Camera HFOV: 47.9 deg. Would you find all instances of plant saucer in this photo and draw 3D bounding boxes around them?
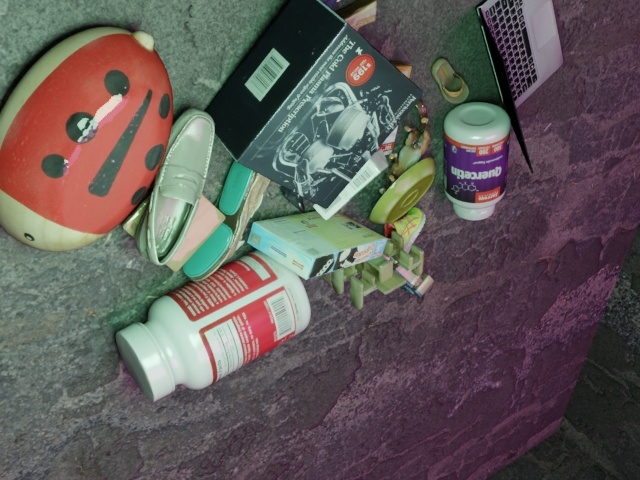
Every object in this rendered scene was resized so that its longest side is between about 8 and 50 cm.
[{"bbox_3d":[0.232,-0.124,1.960,0.241,0.037,0.241,-39,164,-14],"label":"plant saucer"}]

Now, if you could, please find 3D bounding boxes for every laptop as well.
[{"bbox_3d":[0.578,-0.477,1.933,0.408,0.236,0.382,-43,135,-12],"label":"laptop"}]

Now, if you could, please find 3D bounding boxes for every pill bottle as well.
[{"bbox_3d":[0.443,-0.219,2.057,0.181,0.181,0.323,-32,136,-24],"label":"pill bottle"},{"bbox_3d":[-0.244,0.195,1.660,0.407,0.229,0.229,-27,134,-28],"label":"pill bottle"}]

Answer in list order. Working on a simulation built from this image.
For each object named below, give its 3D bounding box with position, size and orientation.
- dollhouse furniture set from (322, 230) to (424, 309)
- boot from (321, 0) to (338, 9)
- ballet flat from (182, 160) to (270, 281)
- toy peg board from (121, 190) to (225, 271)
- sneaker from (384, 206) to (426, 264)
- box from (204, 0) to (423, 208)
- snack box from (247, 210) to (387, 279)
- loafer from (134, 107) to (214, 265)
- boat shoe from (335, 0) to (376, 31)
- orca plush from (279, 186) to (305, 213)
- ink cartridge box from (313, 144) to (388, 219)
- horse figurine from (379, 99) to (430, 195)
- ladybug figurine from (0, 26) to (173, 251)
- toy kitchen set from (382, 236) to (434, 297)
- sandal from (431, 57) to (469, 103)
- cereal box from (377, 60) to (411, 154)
[{"bbox_3d":[0.118,0.080,1.915,0.212,0.242,0.161,-26,134,-28],"label":"dollhouse furniture set"},{"bbox_3d":[0.024,-0.543,1.513,0.190,0.069,0.086,-41,147,-2],"label":"boot"},{"bbox_3d":[-0.199,-0.042,1.634,0.316,0.107,0.106,-59,154,9],"label":"ballet flat"},{"bbox_3d":[-0.321,-0.050,1.542,0.161,0.079,0.161,-48,125,-6],"label":"toy peg board"},{"bbox_3d":[0.230,-0.034,2.050,0.081,0.094,0.209,-43,-168,49],"label":"sneaker"},{"bbox_3d":[-0.011,-0.287,1.527,0.343,0.179,0.312,-49,143,13],"label":"box"},{"bbox_3d":[0.000,0.000,1.737,0.321,0.187,0.060,-13,127,-53],"label":"snack box"},{"bbox_3d":[-0.278,-0.102,1.428,0.112,0.111,0.320,12,102,-33],"label":"loafer"},{"bbox_3d":[0.062,-0.478,1.591,0.170,0.063,0.059,-33,131,-23],"label":"boat shoe"},{"bbox_3d":[0.043,-0.181,1.723,0.287,0.151,0.102,-55,141,5],"label":"orca plush"},{"bbox_3d":[0.092,-0.143,1.748,0.181,0.056,0.224,-42,177,23],"label":"ink cartridge box"},{"bbox_3d":[0.232,-0.236,1.911,0.263,0.066,0.174,-62,164,-1],"label":"horse figurine"},{"bbox_3d":[-0.408,-0.166,1.287,0.305,0.162,0.450,16,106,-48],"label":"ladybug figurine"},{"bbox_3d":[0.212,0.097,2.163,0.207,0.166,0.122,42,85,-14],"label":"toy kitchen set"},{"bbox_3d":[0.354,-0.420,1.926,0.072,0.049,0.180,-53,141,0],"label":"sandal"},{"bbox_3d":[0.128,-0.318,1.783,0.172,0.047,0.240,-14,128,-38],"label":"cereal box"}]
